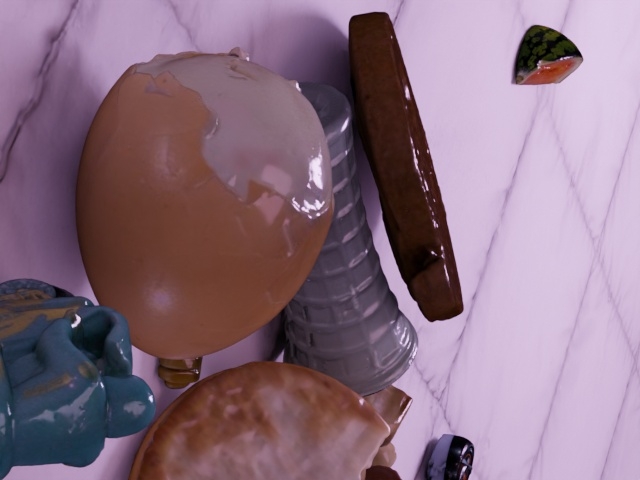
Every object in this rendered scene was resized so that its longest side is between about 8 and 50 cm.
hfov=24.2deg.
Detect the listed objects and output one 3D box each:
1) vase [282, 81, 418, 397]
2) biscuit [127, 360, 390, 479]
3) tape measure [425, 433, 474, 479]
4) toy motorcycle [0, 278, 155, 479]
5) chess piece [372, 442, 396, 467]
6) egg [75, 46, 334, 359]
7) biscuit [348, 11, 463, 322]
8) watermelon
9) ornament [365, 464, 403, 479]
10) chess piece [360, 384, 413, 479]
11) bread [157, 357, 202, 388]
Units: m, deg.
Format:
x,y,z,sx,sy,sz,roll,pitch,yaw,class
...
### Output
x,y,z,sx,sy,sz,roll,pitch,yaw,class
0.000,0.000,1.437,0.143,0.143,0.299,-56,142,-42,vase
-0.073,0.228,1.337,0.204,0.040,0.309,42,55,-11,biscuit
0.175,0.306,2.003,0.091,0.054,0.094,-56,152,-44,tape measure
-0.212,0.100,0.950,0.296,0.198,0.109,-30,130,-57,toy motorcycle
0.056,0.210,1.720,0.060,0.060,0.172,-59,150,-38,chess piece
-0.093,-0.025,1.154,0.201,0.201,0.244,-10,121,-64,egg
0.087,-0.054,1.545,0.367,0.063,0.314,67,13,-55,biscuit
0.334,-0.260,2.113,0.163,0.069,0.087,-14,111,-61,watermelon
0.036,0.374,1.590,0.235,0.221,0.217,-22,134,-13,ornament
-0.010,0.219,1.512,0.301,0.137,0.137,-58,147,-44,chess piece
-0.120,0.091,1.328,0.049,0.033,0.088,9,91,-59,bread
